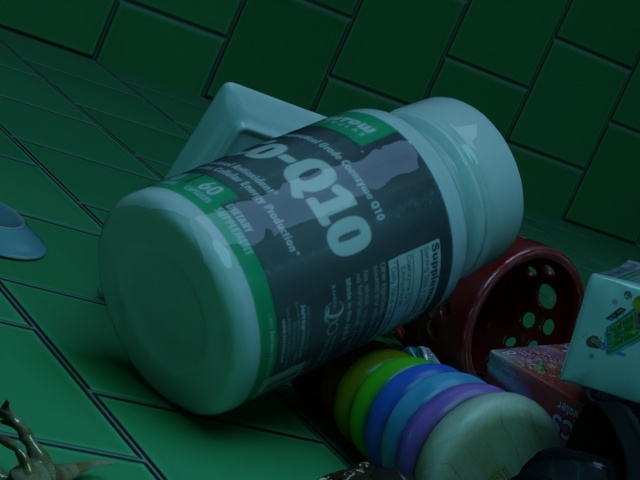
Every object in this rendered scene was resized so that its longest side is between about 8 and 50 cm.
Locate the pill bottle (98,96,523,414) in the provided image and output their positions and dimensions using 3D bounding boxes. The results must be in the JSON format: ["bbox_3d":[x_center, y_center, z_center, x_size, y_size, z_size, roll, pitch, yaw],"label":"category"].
[{"bbox_3d":[0.000,0.000,1.549,0.361,0.204,0.204,-24,42,-37],"label":"pill bottle"}]

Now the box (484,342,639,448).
[{"bbox_3d":[0.277,0.209,1.503,0.142,0.154,0.300,-3,19,-33],"label":"box"}]

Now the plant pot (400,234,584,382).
[{"bbox_3d":[0.182,0.073,2.014,0.191,0.191,0.174,14,9,-43],"label":"plant pot"}]

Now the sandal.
[{"bbox_3d":[0.184,0.222,1.232,0.107,0.167,0.446,6,11,0],"label":"sandal"}]

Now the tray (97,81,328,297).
[{"bbox_3d":[-0.095,-0.022,1.686,0.145,0.270,0.030,17,30,-32],"label":"tray"}]

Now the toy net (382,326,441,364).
[{"bbox_3d":[0.089,0.134,1.799,0.122,0.045,0.232,63,10,14],"label":"toy net"}]

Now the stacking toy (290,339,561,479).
[{"bbox_3d":[0.068,0.150,1.559,0.141,0.141,0.330,17,8,-34],"label":"stacking toy"}]

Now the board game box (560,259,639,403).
[{"bbox_3d":[0.371,0.104,1.419,0.303,0.097,0.224,17,7,17],"label":"board game box"}]

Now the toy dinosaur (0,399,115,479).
[{"bbox_3d":[-0.196,0.158,1.167,0.093,0.053,0.183,42,2,0],"label":"toy dinosaur"}]

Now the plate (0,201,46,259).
[{"bbox_3d":[-0.365,-0.030,1.764,0.188,0.024,0.188,22,10,-4],"label":"plate"}]

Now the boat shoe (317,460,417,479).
[{"bbox_3d":[0.025,0.208,1.313,0.073,0.073,0.207,25,3,18],"label":"boat shoe"}]
